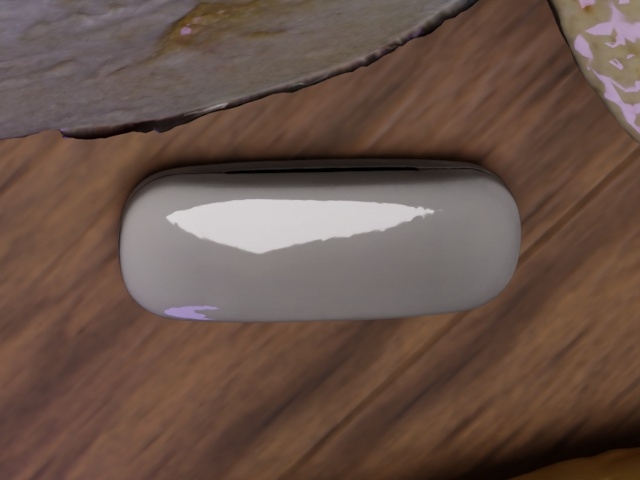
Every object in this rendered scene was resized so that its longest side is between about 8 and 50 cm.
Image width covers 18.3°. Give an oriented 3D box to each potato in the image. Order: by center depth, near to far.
[{"bbox_3d":[-0.083,-0.159,0.787,0.299,0.246,0.196,-9,79,-31],"label":"potato"}]

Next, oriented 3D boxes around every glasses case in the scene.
[{"bbox_3d":[0.000,0.000,0.953,0.193,0.049,0.074,-2,116,-8],"label":"glasses case"}]

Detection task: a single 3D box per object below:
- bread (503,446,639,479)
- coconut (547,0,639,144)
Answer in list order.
[{"bbox_3d":[0.140,0.304,1.008,0.394,0.250,0.361,-16,118,-2],"label":"bread"},{"bbox_3d":[0.273,-0.203,0.737,0.404,0.404,0.405,-3,116,-7],"label":"coconut"}]
